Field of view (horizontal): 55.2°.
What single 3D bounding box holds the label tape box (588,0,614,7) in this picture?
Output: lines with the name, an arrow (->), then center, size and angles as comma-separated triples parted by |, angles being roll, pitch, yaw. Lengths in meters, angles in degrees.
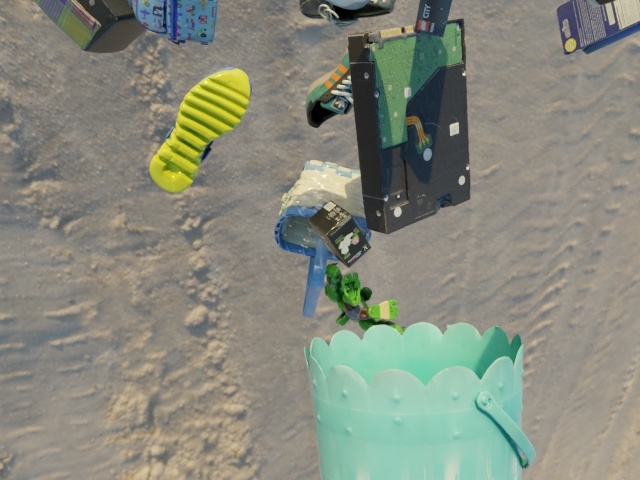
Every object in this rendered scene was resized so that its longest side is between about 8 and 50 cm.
label tape box -> 0.530, -0.550, 0.991 | 0.115, 0.348, 0.249 | -41, 105, -6

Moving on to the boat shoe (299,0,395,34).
boat shoe -> 0.046, -0.444, 1.152 | 0.095, 0.255, 0.079 | 16, 86, -47

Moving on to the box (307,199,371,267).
box -> 0.031, -0.010, 0.964 | 0.052, 0.062, 0.083 | -41, 128, -8

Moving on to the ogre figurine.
ogre figurine -> 0.074, 0.128, 1.225 | 0.197, 0.118, 0.096 | 25, 71, -11

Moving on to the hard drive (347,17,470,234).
hard drive -> 0.165, -0.205, 1.084 | 0.237, 0.064, 0.338 | -23, 116, -34

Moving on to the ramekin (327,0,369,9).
ramekin -> 0.021, -0.388, 0.710 | 0.207, 0.207, 0.109 | 7, 149, -46

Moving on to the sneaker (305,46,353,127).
sneaker -> 0.068, -0.379, 1.519 | 0.108, 0.121, 0.302 | 23, 148, -27

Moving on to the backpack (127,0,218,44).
backpack -> -0.298, -0.480, 1.232 | 0.173, 0.116, 0.158 | 1, 145, -20

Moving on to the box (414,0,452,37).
box -> 0.174, -0.419, 0.821 | 0.233, 0.044, 0.159 | 96, 6, -50

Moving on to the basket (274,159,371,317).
basket -> 0.000, 0.000, 1.308 | 0.201, 0.288, 0.254 | 7, 155, -6

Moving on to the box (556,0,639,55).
box -> 0.631, -0.497, 1.323 | 0.037, 0.225, 0.136 | 15, 66, -43

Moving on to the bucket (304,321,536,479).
bucket -> 0.116, 0.210, 0.739 | 0.281, 0.281, 0.183 | -6, 93, -41

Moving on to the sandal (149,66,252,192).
sandal -> -0.265, -0.257, 1.358 | 0.126, 0.138, 0.317 | 38, 114, -18

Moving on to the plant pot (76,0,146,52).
plant pot -> -0.500, -0.538, 1.397 | 0.188, 0.167, 0.187 | -28, 111, 28

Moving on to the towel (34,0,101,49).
towel -> -0.271, -0.244, 0.644 | 0.083, 0.060, 0.009 | 45, 58, -16
